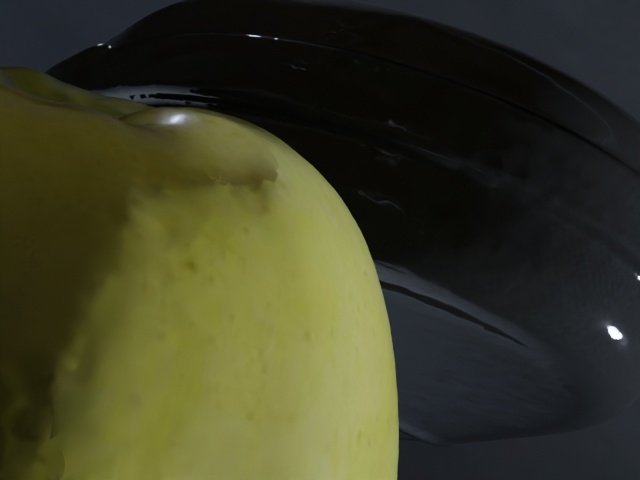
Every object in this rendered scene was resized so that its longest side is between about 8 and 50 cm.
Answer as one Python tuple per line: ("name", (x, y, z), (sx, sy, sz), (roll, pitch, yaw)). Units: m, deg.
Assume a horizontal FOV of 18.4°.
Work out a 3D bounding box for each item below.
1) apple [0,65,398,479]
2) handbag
("apple", (-0.101, 0.066, 0.542), (0.262, 0.262, 0.262), (29, 31, -20))
("handbag", (0.000, 0.001, 0.764), (0.254, 0.308, 0.093), (24, 71, -22))
